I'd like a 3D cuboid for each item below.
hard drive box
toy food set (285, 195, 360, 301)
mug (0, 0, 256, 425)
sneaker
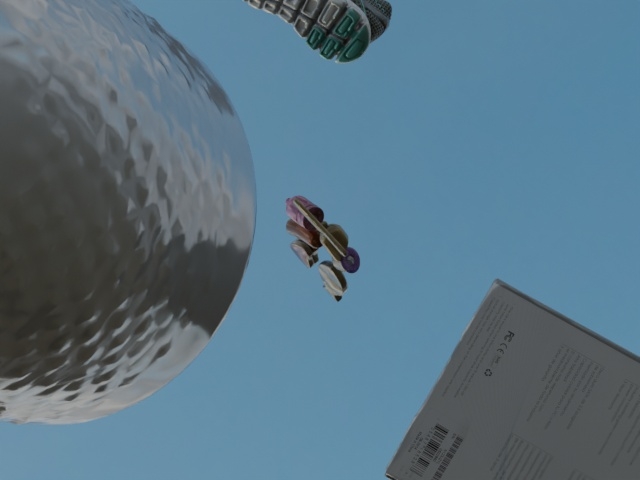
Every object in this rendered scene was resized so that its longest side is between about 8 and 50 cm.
[{"bbox_3d":[0.196,0.166,1.500,0.181,0.232,0.089,-59,-13,-4],"label":"hard drive box"},{"bbox_3d":[0.000,0.000,1.435,0.019,0.078,0.122,-41,-7,-14],"label":"toy food set"},{"bbox_3d":[-0.261,-0.038,1.088,0.374,0.276,0.328,-2,-9,16],"label":"mug"},{"bbox_3d":[-0.013,-0.204,1.494,0.076,0.166,0.065,-30,-21,-50],"label":"sneaker"}]
